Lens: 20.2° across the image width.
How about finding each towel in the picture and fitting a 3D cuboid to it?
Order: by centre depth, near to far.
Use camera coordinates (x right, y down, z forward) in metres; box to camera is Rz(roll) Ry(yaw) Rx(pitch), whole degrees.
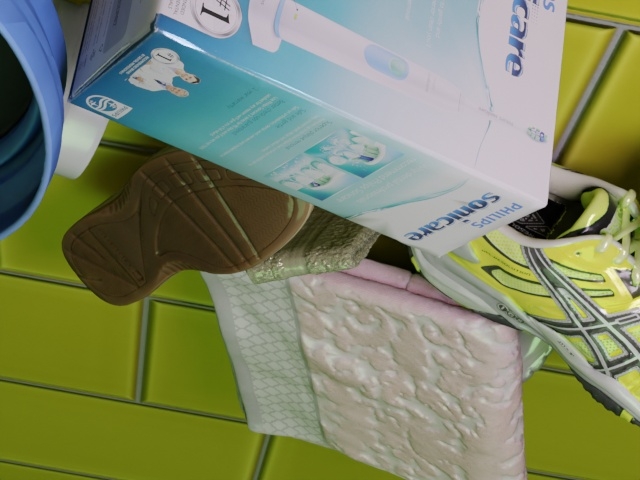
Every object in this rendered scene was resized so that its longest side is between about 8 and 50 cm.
[{"bbox_3d":[0.000,0.000,1.590,0.110,0.148,0.027,-7,107,18],"label":"towel"},{"bbox_3d":[0.047,0.131,1.743,0.317,0.053,0.332,16,146,19],"label":"towel"}]

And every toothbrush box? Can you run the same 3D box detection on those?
[{"bbox_3d":[0.010,-0.148,1.173,0.295,0.216,0.126,21,153,-26],"label":"toothbrush box"}]

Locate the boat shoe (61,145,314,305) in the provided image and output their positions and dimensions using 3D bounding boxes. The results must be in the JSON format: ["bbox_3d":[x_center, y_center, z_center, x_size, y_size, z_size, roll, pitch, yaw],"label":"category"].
[{"bbox_3d":[-0.104,-0.038,1.565,0.341,0.110,0.122,-18,111,51],"label":"boat shoe"}]

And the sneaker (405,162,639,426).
[{"bbox_3d":[0.247,0.041,1.480,0.384,0.145,0.147,26,151,7],"label":"sneaker"}]

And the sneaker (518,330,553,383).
[{"bbox_3d":[0.109,0.083,1.749,0.297,0.111,0.129,-16,139,40],"label":"sneaker"}]

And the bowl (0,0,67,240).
[{"bbox_3d":[-0.342,-0.133,1.130,0.391,0.077,0.391,11,145,8],"label":"bowl"}]

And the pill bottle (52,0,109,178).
[{"bbox_3d":[-0.288,-0.151,1.313,0.278,0.162,0.162,20,152,-17],"label":"pill bottle"}]
